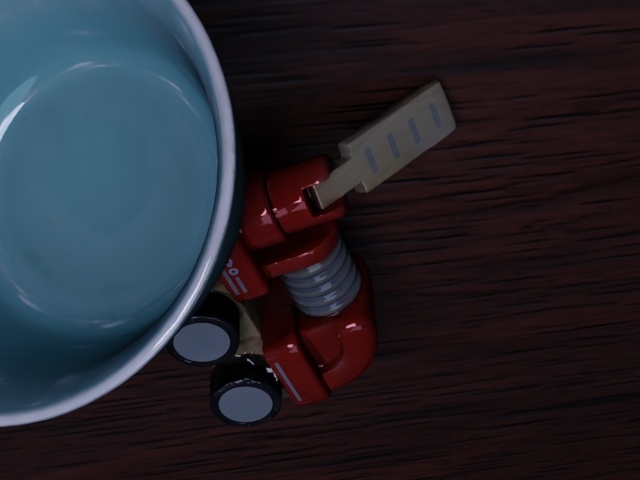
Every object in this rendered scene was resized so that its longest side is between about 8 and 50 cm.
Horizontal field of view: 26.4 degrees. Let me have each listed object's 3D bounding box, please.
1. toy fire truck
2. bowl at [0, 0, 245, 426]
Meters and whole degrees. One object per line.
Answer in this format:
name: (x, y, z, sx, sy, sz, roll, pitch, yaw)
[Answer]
toy fire truck: (0.000, 0.000, 1.048, 0.246, 0.158, 0.217, -18, 131, 13)
bowl: (-0.173, -0.039, 0.887, 0.311, 0.311, 0.163, -33, 167, 13)
